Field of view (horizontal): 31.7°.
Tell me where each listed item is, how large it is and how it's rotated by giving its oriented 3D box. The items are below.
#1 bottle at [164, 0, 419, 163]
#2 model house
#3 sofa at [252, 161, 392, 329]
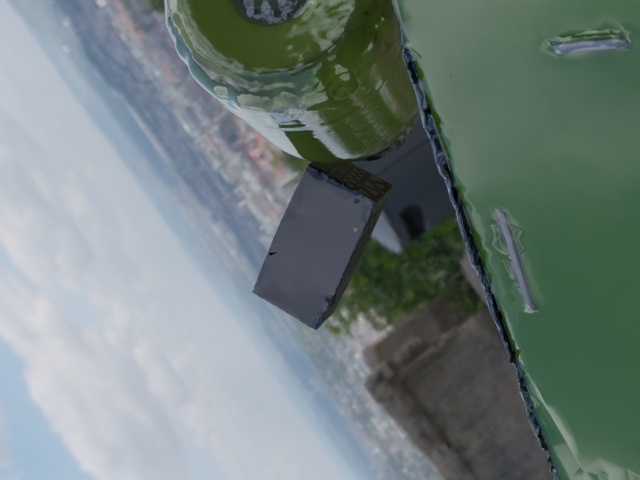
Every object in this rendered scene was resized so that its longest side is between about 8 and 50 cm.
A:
[{"bbox_3d":[0.004,-0.099,0.622,0.112,0.112,0.260,53,-175,13],"label":"bottle"},{"bbox_3d":[0.171,-0.029,0.396,0.207,0.154,0.294,1,124,40],"label":"model house"},{"bbox_3d":[0.000,0.000,0.804,0.060,0.118,0.039,29,-150,9],"label":"sofa"}]
